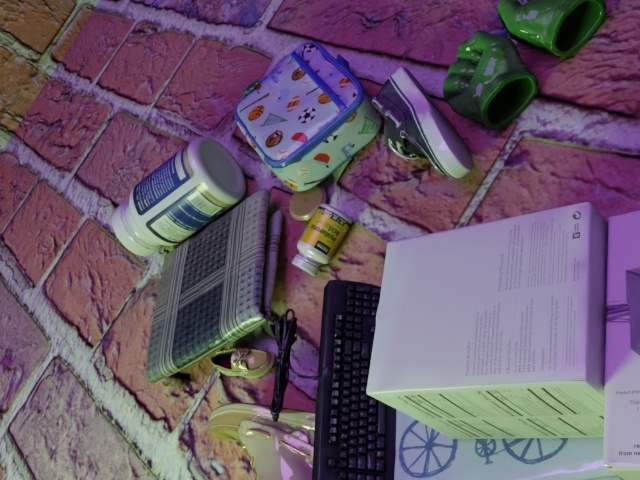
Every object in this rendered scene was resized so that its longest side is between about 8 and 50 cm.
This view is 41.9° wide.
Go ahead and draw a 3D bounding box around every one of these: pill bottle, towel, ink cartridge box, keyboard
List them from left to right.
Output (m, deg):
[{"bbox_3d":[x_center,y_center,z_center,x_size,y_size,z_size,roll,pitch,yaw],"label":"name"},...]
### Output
[{"bbox_3d":[-0.295,-0.083,1.711,0.264,0.153,0.153,-32,45,25],"label":"pill bottle"},{"bbox_3d":[-0.198,0.085,1.567,0.312,0.056,0.324,-32,39,30],"label":"towel"},{"bbox_3d":[0.000,0.000,1.427,0.065,0.065,0.116,24,83,50],"label":"pill bottle"},{"bbox_3d":[0.018,0.197,1.208,0.201,0.033,0.317,4,57,0],"label":"keyboard"},{"bbox_3d":[0.384,0.122,0.851,0.114,0.198,0.273,-14,54,40],"label":"ink cartridge box"}]

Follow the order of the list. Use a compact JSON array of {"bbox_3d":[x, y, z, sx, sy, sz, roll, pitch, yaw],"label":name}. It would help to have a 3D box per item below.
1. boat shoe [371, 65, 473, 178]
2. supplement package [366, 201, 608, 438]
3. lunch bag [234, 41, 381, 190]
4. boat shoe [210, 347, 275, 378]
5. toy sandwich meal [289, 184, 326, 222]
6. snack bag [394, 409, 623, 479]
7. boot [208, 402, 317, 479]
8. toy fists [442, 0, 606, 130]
[{"bbox_3d":[0.154,-0.177,1.365,0.102,0.108,0.301,-41,39,16],"label":"boat shoe"},{"bbox_3d":[0.225,0.108,0.968,0.262,0.198,0.199,-12,57,38],"label":"supplement package"},{"bbox_3d":[-0.027,-0.247,1.580,0.243,0.115,0.303,-41,42,6],"label":"lunch bag"},{"bbox_3d":[-0.137,0.209,1.436,0.135,0.045,0.050,-14,55,39],"label":"boat shoe"},{"bbox_3d":[-0.022,-0.067,1.526,0.085,0.029,0.086,-16,54,23],"label":"toy sandwich meal"},{"bbox_3d":[0.229,0.169,1.104,0.323,0.037,0.343,-21,51,34],"label":"snack bag"},{"bbox_3d":[-0.084,0.354,1.242,0.261,0.095,0.204,-2,62,34],"label":"boot"},{"bbox_3d":[0.305,-0.309,1.311,0.279,0.096,0.142,-49,39,10],"label":"toy fists"}]
